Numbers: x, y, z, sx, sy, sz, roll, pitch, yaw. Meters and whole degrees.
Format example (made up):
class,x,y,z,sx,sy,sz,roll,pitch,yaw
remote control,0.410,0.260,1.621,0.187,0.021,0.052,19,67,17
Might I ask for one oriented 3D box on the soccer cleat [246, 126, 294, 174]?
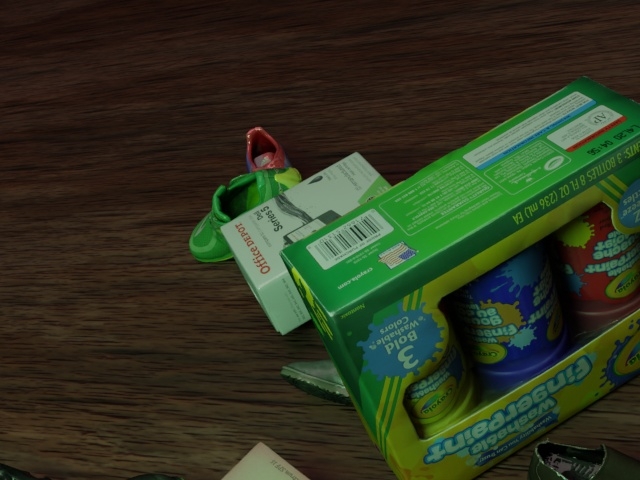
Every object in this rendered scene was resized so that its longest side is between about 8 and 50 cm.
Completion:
class,x,y,z,sx,sy,sz,roll,pitch,yaw
soccer cleat,-0.084,-0.098,1.699,0.109,0.116,0.318,-23,38,1

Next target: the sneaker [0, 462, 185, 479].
class,x,y,z,sx,sy,sz,roll,pitch,yaw
sneaker,-0.407,0.399,1.218,0.483,0.202,0.185,-14,40,13

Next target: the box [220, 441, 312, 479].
class,x,y,z,sx,sy,sz,roll,pitch,yaw
box,-0.092,0.395,1.119,0.232,0.127,0.148,-42,42,-22

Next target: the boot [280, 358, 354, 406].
class,x,y,z,sx,sy,sz,roll,pitch,yaw
boot,0.058,0.139,1.340,0.190,0.076,0.208,13,69,12

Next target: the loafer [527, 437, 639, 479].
class,x,y,z,sx,sy,sz,roll,pitch,yaw
loafer,0.345,0.286,1.059,0.220,0.078,0.080,3,45,30

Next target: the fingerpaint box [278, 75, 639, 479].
class,x,y,z,sx,sy,sz,roll,pitch,yaw
fingerpaint box,0.229,0.073,1.132,0.445,0.371,0.163,-29,37,-8

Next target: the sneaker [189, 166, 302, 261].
class,x,y,z,sx,sy,sz,roll,pitch,yaw
sneaker,-0.156,-0.056,1.616,0.295,0.123,0.109,-35,57,39

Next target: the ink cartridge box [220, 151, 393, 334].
class,x,y,z,sx,sy,sz,roll,pitch,yaw
ink cartridge box,0.000,0.000,1.471,0.273,0.115,0.198,-30,38,-7
